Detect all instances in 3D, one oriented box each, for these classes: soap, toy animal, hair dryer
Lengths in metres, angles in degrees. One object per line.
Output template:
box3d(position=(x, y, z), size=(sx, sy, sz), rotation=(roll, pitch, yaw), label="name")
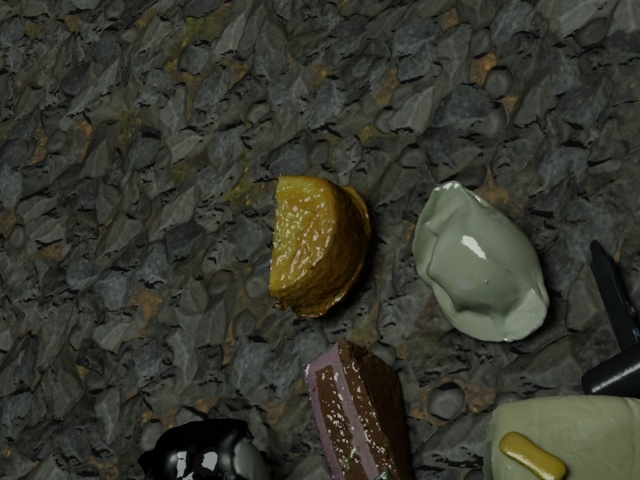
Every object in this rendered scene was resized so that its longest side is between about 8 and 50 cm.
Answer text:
box3d(position=(0.244, 0.249, 1.678), size=(0.089, 0.012, 0.034), rotation=(33, 70, 35), label="soap")
box3d(position=(-0.156, 0.403, 2.131), size=(0.213, 0.212, 0.266), rotation=(-31, 48, 24), label="toy animal")
box3d(position=(0.388, 0.108, 1.944), size=(0.128, 0.070, 0.255), rotation=(-35, 44, 22), label="hair dryer")

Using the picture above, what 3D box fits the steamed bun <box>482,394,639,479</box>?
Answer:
box3d(position=(0.320, 0.321, 1.748), size=(0.274, 0.272, 0.290), rotation=(-24, 60, 28), label="steamed bun")

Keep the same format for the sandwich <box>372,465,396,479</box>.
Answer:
box3d(position=(0.033, 0.438, 1.928), size=(0.227, 0.198, 0.155), rotation=(-34, 10, 19), label="sandwich")

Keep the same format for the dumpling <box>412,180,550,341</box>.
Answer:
box3d(position=(0.221, 0.047, 2.076), size=(0.252, 0.131, 0.179), rotation=(49, 123, 21), label="dumpling")

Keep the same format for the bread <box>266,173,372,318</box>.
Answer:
box3d(position=(0.000, 0.000, 2.240), size=(0.140, 0.143, 0.229), rotation=(-12, 64, 35), label="bread")

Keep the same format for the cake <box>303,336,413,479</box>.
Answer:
box3d(position=(0.069, 0.293, 2.097), size=(0.116, 0.113, 0.295), rotation=(-27, 66, 33), label="cake")
